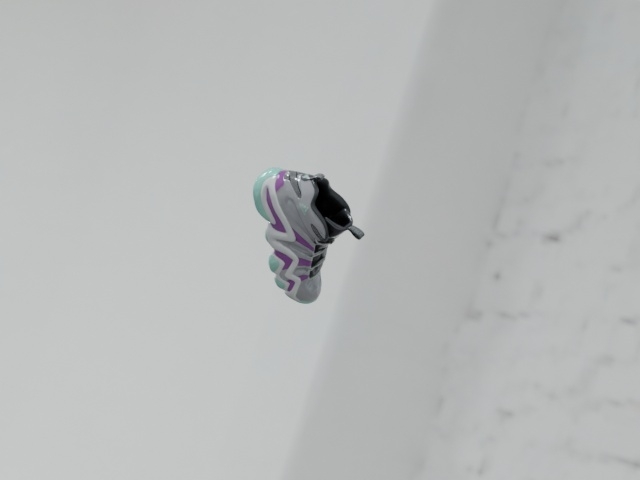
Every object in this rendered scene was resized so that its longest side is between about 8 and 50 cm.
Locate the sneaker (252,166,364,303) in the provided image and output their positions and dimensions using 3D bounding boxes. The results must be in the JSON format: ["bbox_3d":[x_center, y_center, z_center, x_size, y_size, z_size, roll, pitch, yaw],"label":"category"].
[{"bbox_3d":[0.000,0.000,1.188,0.069,0.038,0.098,3,-53,33],"label":"sneaker"}]
